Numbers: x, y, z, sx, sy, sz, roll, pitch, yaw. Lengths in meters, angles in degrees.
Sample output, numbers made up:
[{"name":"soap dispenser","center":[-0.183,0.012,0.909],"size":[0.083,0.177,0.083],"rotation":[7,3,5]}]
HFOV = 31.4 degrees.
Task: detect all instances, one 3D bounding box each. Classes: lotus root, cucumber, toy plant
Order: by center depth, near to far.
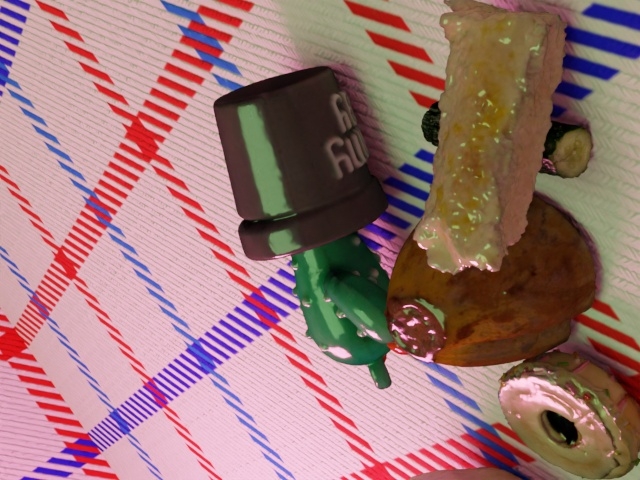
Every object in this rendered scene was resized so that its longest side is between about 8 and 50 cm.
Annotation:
[{"name":"cucumber","center":[0.180,-0.104,1.140],"size":[0.187,0.058,0.058],"rotation":[19,134,46]},{"name":"lotus root","center":[0.169,0.060,1.203],"size":[0.199,0.180,0.188],"rotation":[15,128,49]},{"name":"toy plant","center":[0.007,0.001,1.363],"size":[0.279,0.185,0.400],"rotation":[7,120,58]}]

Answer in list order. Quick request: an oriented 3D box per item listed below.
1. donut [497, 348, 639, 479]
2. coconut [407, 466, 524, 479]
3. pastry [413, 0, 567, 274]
[{"name":"donut","center":[0.282,0.190,1.263],"size":[0.175,0.068,0.174],"rotation":[32,146,25]},{"name":"coconut","center":[0.168,0.476,1.449],"size":[0.353,0.353,0.352],"rotation":[36,145,31]},{"name":"pastry","center":[0.158,-0.095,1.055],"size":[0.121,0.089,0.258],"rotation":[10,96,52]}]
